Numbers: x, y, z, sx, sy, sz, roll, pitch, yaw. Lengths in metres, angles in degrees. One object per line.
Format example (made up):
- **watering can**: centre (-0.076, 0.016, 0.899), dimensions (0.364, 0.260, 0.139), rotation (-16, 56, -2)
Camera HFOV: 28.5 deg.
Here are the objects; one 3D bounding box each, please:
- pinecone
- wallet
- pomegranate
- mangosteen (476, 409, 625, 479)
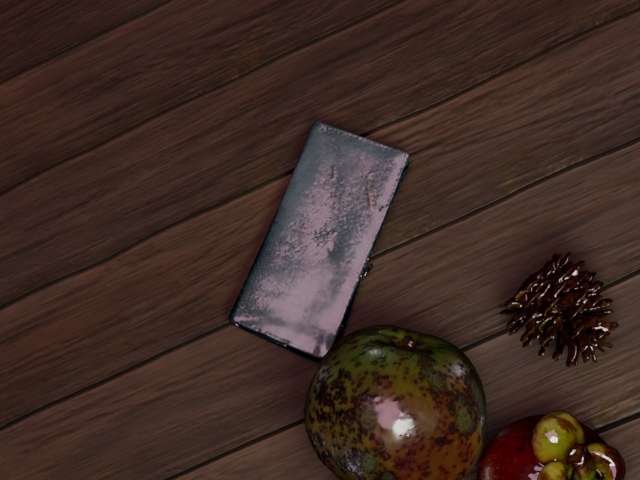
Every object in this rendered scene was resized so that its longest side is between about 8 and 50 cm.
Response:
- **pinecone**: centre (0.372, 0.115, 1.913), dimensions (0.163, 0.163, 0.165), rotation (-45, 82, 0)
- **wallet**: centre (0.000, 0.000, 2.086), dimensions (0.191, 0.046, 0.379), rotation (21, 82, 17)
- **pomegranate**: centre (0.102, 0.303, 1.899), dimensions (0.285, 0.285, 0.340), rotation (19, 113, 17)
- **mangosteen**: centre (0.338, 0.341, 1.811), dimensions (0.215, 0.257, 0.215), rotation (3, 57, -5)
